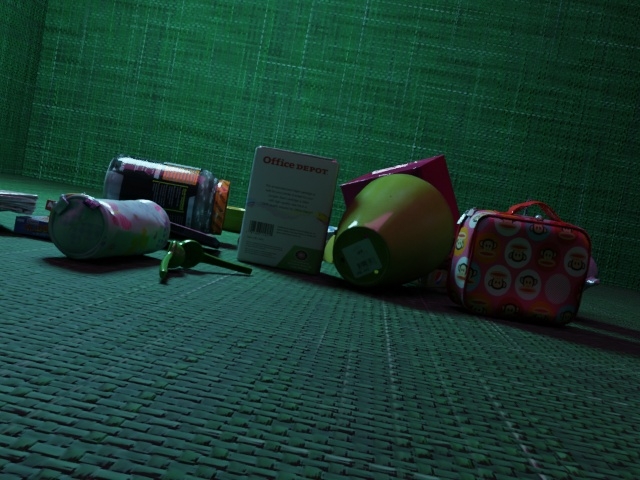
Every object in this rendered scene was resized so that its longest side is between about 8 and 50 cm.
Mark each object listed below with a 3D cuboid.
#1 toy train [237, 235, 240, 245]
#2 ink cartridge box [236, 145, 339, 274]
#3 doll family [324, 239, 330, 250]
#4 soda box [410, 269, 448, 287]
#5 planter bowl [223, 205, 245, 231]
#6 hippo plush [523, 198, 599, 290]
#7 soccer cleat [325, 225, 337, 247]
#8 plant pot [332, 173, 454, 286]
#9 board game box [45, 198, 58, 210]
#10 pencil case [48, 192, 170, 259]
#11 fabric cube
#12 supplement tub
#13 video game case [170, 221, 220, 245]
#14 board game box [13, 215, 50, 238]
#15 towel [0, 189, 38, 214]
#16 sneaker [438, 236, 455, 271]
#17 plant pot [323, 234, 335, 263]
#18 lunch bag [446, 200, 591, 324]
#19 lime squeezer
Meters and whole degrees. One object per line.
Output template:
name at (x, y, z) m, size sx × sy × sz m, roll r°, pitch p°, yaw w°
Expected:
toy train at (-0.120, -0.027, 1.811) m, size 0.105 × 0.144 × 0.248 m, roll 6°, pitch 5°, yaw -44°
ink cartridge box at (-0.075, -0.073, 1.580) m, size 0.201 × 0.278 × 0.117 m, roll 11°, pitch 4°, yaw 4°
doll family at (-0.002, 0.019, 2.030) m, size 0.192 × 0.076 × 0.111 m, roll 11°, pitch -3°, yaw -42°
soda box at (0.315, 0.097, 1.810) m, size 0.061 × 0.058 × 0.181 m, roll 13°, pitch 4°, yaw 37°
planter bowl at (-0.340, -0.083, 2.532) m, size 0.217 × 0.091 × 0.217 m, roll 10°, pitch 3°, yaw -1°
hippo plush at (0.576, 0.056, 1.672) m, size 0.236 × 0.294 × 0.234 m, roll 18°, pitch 25°, yaw -4°
soccer cleat at (0.000, 0.000, 2.223) m, size 0.331 × 0.116 × 0.143 m, roll 14°, pitch -11°, yaw 25°
plant pot at (0.147, 0.001, 1.517) m, size 0.274 × 0.275 × 0.293 m, roll 12°, pitch 18°, yaw 20°
board game box at (-0.536, -0.052, 1.578) m, size 0.145 × 0.027 × 0.281 m, roll 12°, pitch -6°, yaw 3°
pencil case at (-0.389, -0.026, 1.224) m, size 0.124 × 0.114 × 0.273 m, roll 34°, pitch 7°, yaw 11°
fabric cube at (0.246, -0.084, 1.896) m, size 0.259 × 0.258 × 0.254 m, roll -11°, pitch 8°, yaw 29°
supplement tub at (-0.442, -0.122, 1.884) m, size 0.337 × 0.207 × 0.207 m, roll 11°, pitch 3°, yaw -7°
video game case at (-0.388, -0.035, 1.612) m, size 0.274 × 0.026 × 0.196 m, roll 18°, pitch -5°, yaw -4°
board game box at (-0.543, -0.025, 1.397) m, size 0.136 × 0.035 × 0.201 m, roll 11°, pitch 3°, yaw 1°
towel at (-0.796, -0.088, 1.328) m, size 0.331 × 0.054 × 0.316 m, roll 7°, pitch 4°, yaw 44°
sneaker at (0.268, 0.034, 1.694) m, size 0.276 × 0.135 × 0.097 m, roll 25°, pitch 25°, yaw 15°
plant pot at (0.061, 0.029, 1.957) m, size 0.081 × 0.083 × 0.081 m, roll 8°, pitch 4°, yaw -23°
lunch bag at (0.433, 0.041, 1.409) m, size 0.292 × 0.258 × 0.120 m, roll 10°, pitch 4°, yaw -13°
lime squeezer at (-0.246, 0.042, 1.205) m, size 0.110 × 0.059 × 0.310 m, roll 43°, pitch 12°, yaw 16°
